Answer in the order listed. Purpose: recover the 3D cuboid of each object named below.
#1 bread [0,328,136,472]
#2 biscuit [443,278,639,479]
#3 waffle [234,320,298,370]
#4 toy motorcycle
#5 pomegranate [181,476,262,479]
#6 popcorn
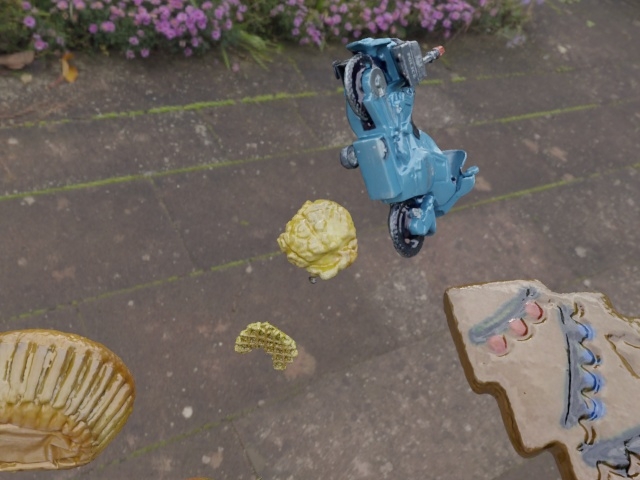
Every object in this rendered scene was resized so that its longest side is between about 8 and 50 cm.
[{"bbox_3d":[-0.373,0.219,0.831,0.240,0.240,0.139,8,37,-13],"label":"bread"},{"bbox_3d":[0.254,0.135,0.617,0.301,0.043,0.278,30,52,13],"label":"biscuit"},{"bbox_3d":[-0.170,0.336,1.950,0.194,0.149,0.051,37,21,-16],"label":"waffle"},{"bbox_3d":[0.109,-0.127,0.779,0.123,0.272,0.182,-3,25,40],"label":"toy motorcycle"},{"bbox_3d":[-0.153,0.417,0.808,0.256,0.221,0.221,-33,66,-28],"label":"pomegranate"},{"bbox_3d":[0.000,0.000,1.304,0.180,0.170,0.180,6,18,-2],"label":"popcorn"}]
